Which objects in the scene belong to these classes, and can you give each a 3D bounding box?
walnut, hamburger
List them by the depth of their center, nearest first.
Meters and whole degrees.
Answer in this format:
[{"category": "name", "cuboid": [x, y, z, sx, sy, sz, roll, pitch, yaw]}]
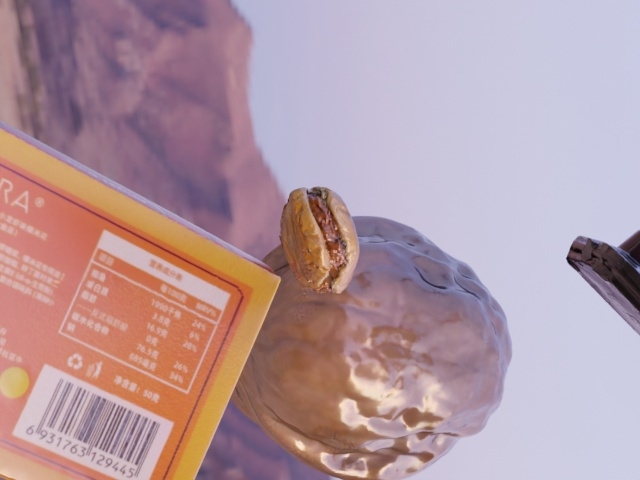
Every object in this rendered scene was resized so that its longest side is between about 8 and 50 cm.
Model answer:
[{"category": "hamburger", "cuboid": [0.000, 0.000, 1.173, 0.083, 0.044, 0.076, 125, -50, -66]}, {"category": "walnut", "cuboid": [0.036, 0.099, 1.507, 0.273, 0.273, 0.227, -114, -137, -71]}]

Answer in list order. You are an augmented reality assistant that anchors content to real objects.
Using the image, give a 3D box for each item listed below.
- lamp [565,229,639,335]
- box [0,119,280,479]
[{"category": "lamp", "cuboid": [0.324, -0.019, 1.252, 0.124, 0.283, 0.203, 62, -5, -5]}, {"category": "box", "cuboid": [-0.228, 0.040, 1.113, 0.259, 0.283, 0.214, 8, -109, 60]}]
